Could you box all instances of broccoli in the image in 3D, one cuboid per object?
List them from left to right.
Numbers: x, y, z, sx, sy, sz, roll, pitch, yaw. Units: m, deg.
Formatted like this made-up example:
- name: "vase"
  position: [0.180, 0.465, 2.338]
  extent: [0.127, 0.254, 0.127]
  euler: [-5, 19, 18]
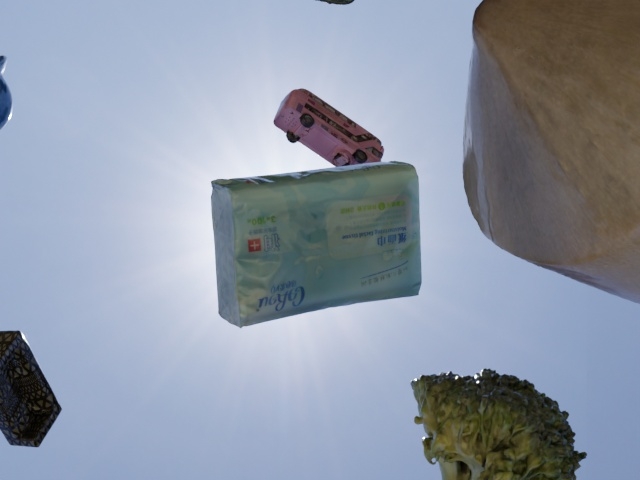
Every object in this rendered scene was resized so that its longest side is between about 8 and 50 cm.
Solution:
- name: "broccoli"
  position: [0.214, 0.296, 1.489]
  extent: [0.248, 0.288, 0.246]
  euler: [25, -98, 3]

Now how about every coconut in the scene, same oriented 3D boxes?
- name: "coconut"
  position: [0.237, -0.097, 0.808]
  extent: [0.328, 0.329, 0.329]
  euler: [-7, -129, 8]

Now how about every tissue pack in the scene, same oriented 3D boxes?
- name: "tissue pack"
  position: [0.000, 0.000, 1.365]
  extent: [0.263, 0.177, 0.089]
  euler: [-8, -169, -24]

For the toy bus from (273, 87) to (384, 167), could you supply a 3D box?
- name: "toy bus"
  position: [0.017, -0.182, 1.874]
  extent: [0.203, 0.063, 0.090]
  euler: [34, -137, -15]

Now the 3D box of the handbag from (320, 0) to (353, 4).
- name: "handbag"
  position: [-0.042, -0.409, 1.398]
  extent: [0.229, 0.179, 0.062]
  euler: [12, -156, 13]

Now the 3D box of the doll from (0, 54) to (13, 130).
- name: "doll"
  position: [-0.393, -0.241, 1.018]
  extent: [0.145, 0.199, 0.363]
  euler: [-32, -110, 42]

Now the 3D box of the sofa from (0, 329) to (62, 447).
- name: "sofa"
  position: [-0.314, 0.154, 1.119]
  extent: [0.039, 0.118, 0.060]
  euler: [-1, -143, 22]
